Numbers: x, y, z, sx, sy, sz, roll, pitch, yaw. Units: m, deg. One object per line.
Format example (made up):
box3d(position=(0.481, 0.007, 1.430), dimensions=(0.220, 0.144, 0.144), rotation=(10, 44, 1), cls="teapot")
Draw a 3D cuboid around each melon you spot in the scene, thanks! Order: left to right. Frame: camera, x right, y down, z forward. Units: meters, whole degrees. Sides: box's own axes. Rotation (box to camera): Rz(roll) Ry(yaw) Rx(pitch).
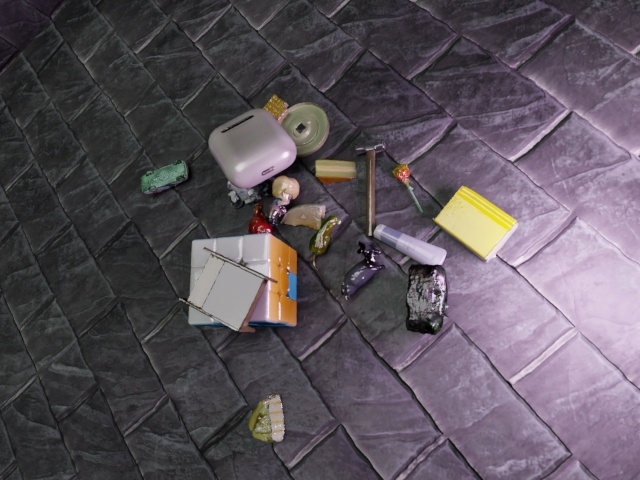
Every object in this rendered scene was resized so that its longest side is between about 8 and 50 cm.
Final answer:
box3d(position=(-0.070, -0.097, 1.797), dimensions=(0.182, 0.054, 0.098), rotation=(9, 94, 24), cls="melon")

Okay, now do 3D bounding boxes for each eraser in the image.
box3d(position=(0.504, -0.055, 1.535), dimensions=(0.226, 0.069, 0.158), rotation=(42, 92, 25), cls="eraser")

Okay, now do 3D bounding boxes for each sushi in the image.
box3d(position=(0.338, 0.184, 1.504), dimensions=(0.126, 0.124, 0.225), rotation=(2, 76, 22), cls="sushi")

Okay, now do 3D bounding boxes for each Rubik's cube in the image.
box3d(position=(-0.257, 0.152, 1.646), dimensions=(0.290, 0.291, 0.292), rotation=(-5, 75, 14), cls="Rubik's cube")

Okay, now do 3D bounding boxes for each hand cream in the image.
box3d(position=(0.301, 0.017, 1.610), dimensions=(0.255, 0.048, 0.080), rotation=(28, 92, 22), cls="hand cream")

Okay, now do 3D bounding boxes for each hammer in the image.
box3d(position=(0.179, -0.192, 1.720), dimensions=(0.111, 0.043, 0.366), rotation=(-3, 76, 21), cls="hammer")

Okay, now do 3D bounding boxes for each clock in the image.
box3d(position=(-0.076, -0.446, 1.898), dimensions=(0.234, 0.029, 0.235), rotation=(-6, 73, 20), cls="clock")

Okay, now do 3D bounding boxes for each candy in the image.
box3d(position=(0.313, -0.183, 1.663), dimensions=(0.060, 0.060, 0.201), rotation=(-27, 74, 13), cls="candy")

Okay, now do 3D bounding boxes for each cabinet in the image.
box3d(position=(-0.271, 0.150, 1.419), dimensions=(0.215, 0.148, 0.175), rotation=(23, 84, 15), cls="cabinet")

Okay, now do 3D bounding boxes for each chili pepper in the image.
box3d(position=(0.001, 0.000, 1.719), dimensions=(0.073, 0.072, 0.204), rotation=(27, 86, 24), cls="chili pepper")

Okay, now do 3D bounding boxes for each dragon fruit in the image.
box3d(position=(-0.237, -0.069, 1.838), dimensions=(0.094, 0.094, 0.191), rotation=(-30, 45, 12), cls="dragon fruit")

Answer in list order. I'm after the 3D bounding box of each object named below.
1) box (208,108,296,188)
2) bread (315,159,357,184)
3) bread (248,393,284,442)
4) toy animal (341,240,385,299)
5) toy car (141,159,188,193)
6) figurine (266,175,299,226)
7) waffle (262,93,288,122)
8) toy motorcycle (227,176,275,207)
box3d(position=(-0.267, -0.361, 1.827), dimensions=(0.288, 0.141, 0.349), rotation=(-31, 49, -6), cls="box")
box3d(position=(0.059, -0.265, 1.764), dimensions=(0.139, 0.084, 0.074), rotation=(-7, 72, 19), cls="bread")
box3d(position=(-0.190, 0.610, 1.618), dimensions=(0.110, 0.103, 0.157), rotation=(-18, 64, 29), cls="bread")
box3d(position=(0.148, 0.113, 1.640), dimensions=(0.117, 0.121, 0.210), rotation=(20, 104, -18), cls="toy animal")
box3d(position=(-0.672, -0.270, 2.063), dimensions=(0.224, 0.076, 0.090), rotation=(-19, 68, 8), cls="toy car")
box3d(position=(-0.146, -0.152, 1.784), dimensions=(0.108, 0.114, 0.196), rotation=(11, 68, 14), cls="figurine")
box3d(position=(-0.183, -0.547, 1.958), dimensions=(0.092, 0.021, 0.135), rotation=(-48, 51, 2), cls="waffle")
box3d(position=(-0.284, -0.225, 1.888), dimensions=(0.220, 0.102, 0.150), rotation=(-17, 91, 20), cls="toy motorcycle")
